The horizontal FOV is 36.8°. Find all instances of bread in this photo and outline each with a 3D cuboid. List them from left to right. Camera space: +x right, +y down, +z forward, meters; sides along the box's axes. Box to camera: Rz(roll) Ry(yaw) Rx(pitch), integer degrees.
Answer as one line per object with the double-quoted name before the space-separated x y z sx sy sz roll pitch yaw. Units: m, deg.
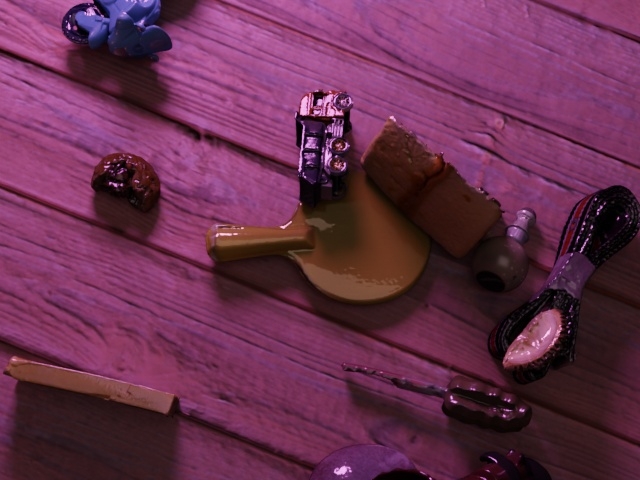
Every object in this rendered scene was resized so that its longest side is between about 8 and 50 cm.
"bread" -0.308 -0.100 1.539 0.113 0.060 0.082 21 78 2
"bread" 0.201 -0.110 1.511 0.240 0.178 0.135 43 63 4

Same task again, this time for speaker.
"speaker" 0.214 0.430 1.340 0.329 0.198 0.259 7 75 -49

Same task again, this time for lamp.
"lamp" 0.307 0.007 1.561 0.091 0.091 0.163 32 61 3

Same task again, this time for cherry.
"cherry" 0.060 0.379 1.414 0.176 0.140 0.176 13 62 -25

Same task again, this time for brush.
"brush" 0.178 0.231 1.494 0.301 0.084 0.071 16 76 5

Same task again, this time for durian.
"durian" 0.329 0.155 1.443 0.066 0.052 0.130 42 79 13

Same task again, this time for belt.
"belt" 0.396 0.064 1.543 0.126 0.094 0.359 31 75 3

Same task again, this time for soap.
"soap" -0.340 0.219 1.440 0.252 0.092 0.037 14 77 -2

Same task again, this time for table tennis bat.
"table tennis bat" 0.000 0.000 1.549 0.369 0.054 0.224 -4 74 -10

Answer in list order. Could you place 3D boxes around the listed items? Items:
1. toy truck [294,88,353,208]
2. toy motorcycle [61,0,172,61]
"toy truck" 0.002 -0.151 1.546 0.092 0.083 0.192 4 61 3
"toy motorcycle" -0.289 -0.407 1.588 0.182 0.123 0.272 32 76 14
